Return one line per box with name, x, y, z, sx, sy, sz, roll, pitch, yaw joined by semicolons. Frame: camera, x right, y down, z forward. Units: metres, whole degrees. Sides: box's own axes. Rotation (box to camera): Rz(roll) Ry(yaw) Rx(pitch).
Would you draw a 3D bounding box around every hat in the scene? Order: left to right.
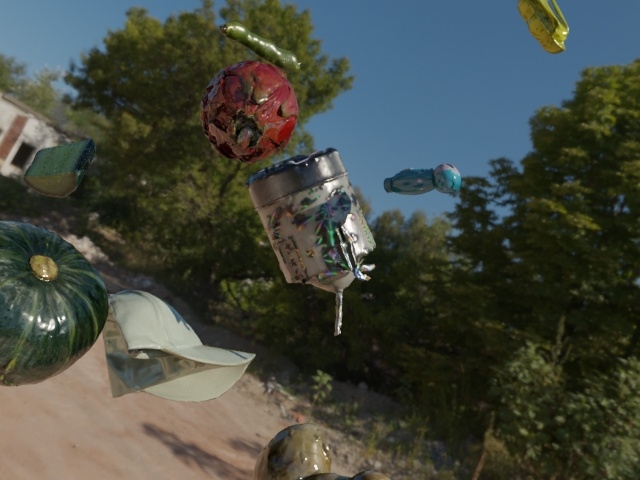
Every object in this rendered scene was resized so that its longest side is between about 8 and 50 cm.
hat;-0.273;0.193;1.131;0.301;0.168;0.258;11;-33;-19

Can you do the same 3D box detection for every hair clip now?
hair clip;0.279;-0.322;0.775;0.046;0.173;0.072;-24;-11;42

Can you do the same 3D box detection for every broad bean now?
broad bean;-0.151;-0.492;1.505;0.256;0.052;0.053;18;31;-41

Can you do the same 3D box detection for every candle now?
candle;0.000;0.000;1.077;0.187;0.187;0.330;170;-103;-78

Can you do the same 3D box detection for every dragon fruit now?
dragon fruit;-0.169;-0.303;1.437;0.244;0.244;0.299;29;33;-24

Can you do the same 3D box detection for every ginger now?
ginger;-0.004;0.478;1.074;0.304;0.245;0.155;12;-27;43

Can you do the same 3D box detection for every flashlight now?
flashlight;0.164;-0.094;0.965;0.129;0.051;0.051;-6;-24;31

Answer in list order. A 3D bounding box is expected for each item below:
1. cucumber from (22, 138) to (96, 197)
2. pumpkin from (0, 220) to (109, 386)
cucumber;-0.518;-0.145;1.196;0.116;0.115;0.062;-6;-48;8
pumpkin;-0.355;0.073;0.691;0.211;0.152;0.212;31;34;-24
